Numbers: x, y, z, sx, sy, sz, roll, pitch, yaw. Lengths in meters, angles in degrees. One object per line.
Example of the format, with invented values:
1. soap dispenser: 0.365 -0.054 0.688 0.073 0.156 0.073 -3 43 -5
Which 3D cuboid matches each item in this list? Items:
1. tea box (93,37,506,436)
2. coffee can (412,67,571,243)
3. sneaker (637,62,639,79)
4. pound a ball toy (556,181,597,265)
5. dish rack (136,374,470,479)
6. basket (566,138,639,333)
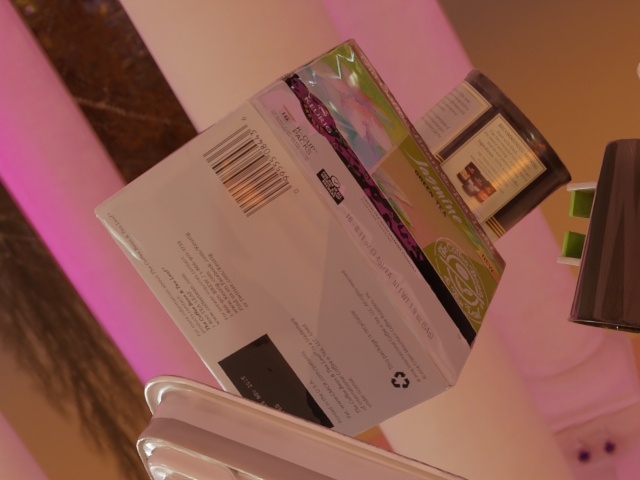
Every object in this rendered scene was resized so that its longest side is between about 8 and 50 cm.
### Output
1. tea box: 0.000 0.000 1.120 0.220 0.329 0.323 -32 -172 26
2. coffee can: 0.171 -0.069 1.438 0.275 0.201 0.201 -41 -165 7
3. sneaker: 0.371 -0.173 0.881 0.094 0.090 0.235 -22 180 -23
4. pound a ball toy: 0.526 0.036 1.599 0.319 0.208 0.135 9 178 -20
5. dish rack: 0.005 0.240 0.758 0.285 0.333 0.072 17 -125 20
6. basket: 0.398 -0.001 1.291 0.154 0.227 0.204 9 175 0
